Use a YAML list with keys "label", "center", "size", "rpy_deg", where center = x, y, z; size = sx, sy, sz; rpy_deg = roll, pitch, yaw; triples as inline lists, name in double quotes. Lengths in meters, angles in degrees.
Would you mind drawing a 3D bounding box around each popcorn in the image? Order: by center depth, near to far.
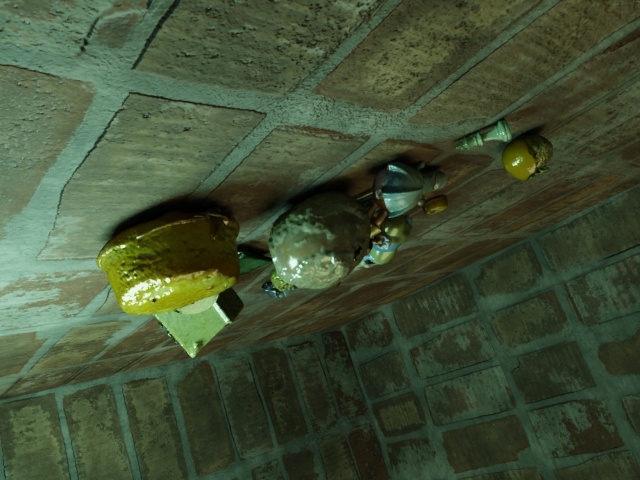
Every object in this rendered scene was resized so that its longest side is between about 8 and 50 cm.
- label: "popcorn"
  center: [-0.154, 0.153, 2.163]
  size: [0.096, 0.089, 0.109]
  rpy_deg: [12, 149, -40]

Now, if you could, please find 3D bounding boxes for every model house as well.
- label: "model house"
  center: [-0.443, 0.225, 1.874]
  size: [0.266, 0.261, 0.321]
  rpy_deg: [-40, -168, -18]

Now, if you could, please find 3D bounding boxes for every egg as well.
- label: "egg"
  center: [0.000, 0.000, 1.518]
  size: [0.310, 0.279, 0.279]
  rpy_deg: [-36, 168, -15]

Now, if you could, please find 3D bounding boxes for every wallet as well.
- label: "wallet"
  center: [-0.275, 0.076, 1.814]
  size: [0.160, 0.055, 0.236]
  rpy_deg: [-19, 169, 16]

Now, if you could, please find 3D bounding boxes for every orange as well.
- label: "orange"
  center: [0.631, -0.253, 1.630]
  size: [0.156, 0.134, 0.156]
  rpy_deg: [-17, 179, 0]

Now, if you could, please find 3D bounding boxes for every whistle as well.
- label: "whistle"
  center: [0.255, -0.157, 1.531]
  size: [0.133, 0.142, 0.346]
  rpy_deg: [-20, 179, 41]

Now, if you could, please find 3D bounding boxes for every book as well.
- label: "book"
  center: [0.210, -0.125, 1.772]
  size: [0.228, 0.018, 0.322]
  rpy_deg: [-25, 163, 19]

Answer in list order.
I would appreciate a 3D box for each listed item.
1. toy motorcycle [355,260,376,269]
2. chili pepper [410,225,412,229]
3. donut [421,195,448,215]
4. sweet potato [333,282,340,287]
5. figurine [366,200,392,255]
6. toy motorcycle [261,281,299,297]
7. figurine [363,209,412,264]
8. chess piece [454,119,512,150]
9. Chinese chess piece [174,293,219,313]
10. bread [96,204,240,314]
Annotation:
- label: "toy motorcycle"
  center: [0.105, 0.070, 2.128]
  size: [0.340, 0.108, 0.223]
  rpy_deg: [-5, 151, -22]
- label: "chili pepper"
  center: [0.253, -0.037, 2.017]
  size: [0.204, 0.073, 0.072]
  rpy_deg: [-24, 150, -25]
- label: "donut"
  center: [0.426, -0.127, 1.972]
  size: [0.097, 0.043, 0.108]
  rpy_deg: [-19, 168, 3]
- label: "sweet potato"
  center: [0.072, 0.198, 2.621]
  size: [0.053, 0.054, 0.182]
  rpy_deg: [-27, 163, -6]
- label: "figurine"
  center: [0.126, -0.017, 1.677]
  size: [0.240, 0.174, 0.116]
  rpy_deg: [-50, 161, -5]
- label: "toy motorcycle"
  center: [-0.154, 0.194, 2.242]
  size: [0.193, 0.124, 0.061]
  rpy_deg: [-16, 123, 1]
- label: "figurine"
  center: [0.203, -0.008, 1.844]
  size: [0.180, 0.154, 0.262]
  rpy_deg: [16, 136, -21]
- label: "chess piece"
  center: [0.441, -0.281, 1.466]
  size: [0.149, 0.059, 0.059]
  rpy_deg: [-16, 165, 15]
- label: "Chinese chess piece"
  center: [-0.402, 0.137, 1.664]
  size: [0.188, 0.083, 0.189]
  rpy_deg: [-7, 119, -13]
- label: "bread"
  center: [-0.370, 0.060, 1.391]
  size: [0.358, 0.204, 0.337]
  rpy_deg: [-24, 168, 12]
